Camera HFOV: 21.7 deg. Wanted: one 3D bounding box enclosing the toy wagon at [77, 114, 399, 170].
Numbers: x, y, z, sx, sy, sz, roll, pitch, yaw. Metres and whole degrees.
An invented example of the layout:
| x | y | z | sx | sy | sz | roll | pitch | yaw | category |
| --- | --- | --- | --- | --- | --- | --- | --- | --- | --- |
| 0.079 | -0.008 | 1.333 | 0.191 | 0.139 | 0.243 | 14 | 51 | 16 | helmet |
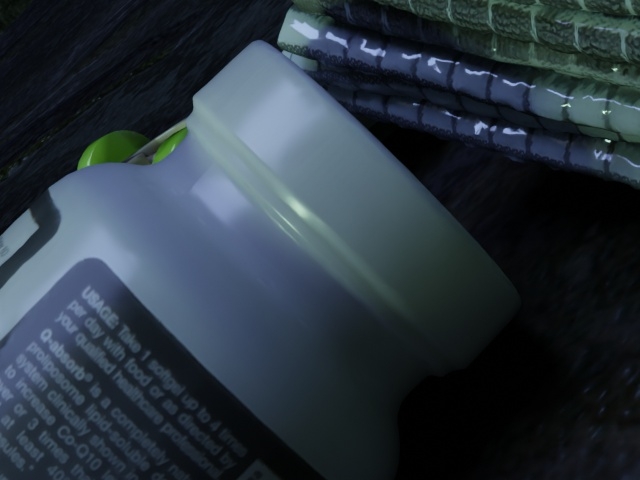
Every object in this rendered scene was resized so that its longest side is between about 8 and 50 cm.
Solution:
| x | y | z | sx | sy | sz | roll | pitch | yaw | category |
| --- | --- | --- | --- | --- | --- | --- | --- | --- | --- |
| -0.100 | -0.004 | 0.826 | 0.344 | 0.068 | 0.267 | -42 | 13 | -36 | toy wagon |

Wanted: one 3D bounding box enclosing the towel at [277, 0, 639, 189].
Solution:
| x | y | z | sx | sy | sz | roll | pitch | yaw | category |
| --- | --- | --- | --- | --- | --- | --- | --- | --- | --- |
| 0.115 | -0.148 | 0.572 | 0.283 | 0.121 | 0.235 | 19 | 67 | 43 | towel |

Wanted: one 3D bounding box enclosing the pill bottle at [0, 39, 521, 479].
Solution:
| x | y | z | sx | sy | sz | roll | pitch | yaw | category |
| --- | --- | --- | --- | --- | --- | --- | --- | --- | --- |
| -0.073 | 0.074 | 0.576 | 0.278 | 0.162 | 0.162 | -44 | 19 | 0 | pill bottle |
